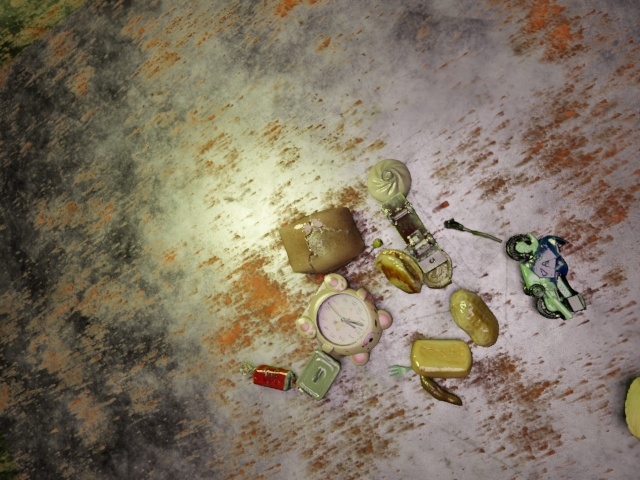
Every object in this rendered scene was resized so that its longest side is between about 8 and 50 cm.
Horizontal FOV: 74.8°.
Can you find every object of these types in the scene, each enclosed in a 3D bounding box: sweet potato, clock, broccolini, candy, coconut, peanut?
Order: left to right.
[{"bbox_3d":[-0.193,0.550,1.685,0.293,0.059,0.086,8,90,14],"label":"candy"},{"bbox_3d":[0.095,0.305,1.600,0.310,0.114,0.283,32,88,13],"label":"clock"},{"bbox_3d":[0.200,0.042,1.642,0.035,0.035,0.123,40,104,15],"label":"candy"},{"bbox_3d":[0.439,0.561,1.545,0.182,0.054,0.053,34,103,10],"label":"sweet potato"},{"bbox_3d":[0.567,-0.029,1.562,0.218,0.044,0.042,23,77,8],"label":"broccolini"},{"bbox_3d":[0.551,0.278,1.497,0.129,0.129,0.224,-41,77,8],"label":"peanut"},{"bbox_3d":[1.120,0.553,1.303,0.245,0.239,0.238,7,88,19],"label":"coconut"}]

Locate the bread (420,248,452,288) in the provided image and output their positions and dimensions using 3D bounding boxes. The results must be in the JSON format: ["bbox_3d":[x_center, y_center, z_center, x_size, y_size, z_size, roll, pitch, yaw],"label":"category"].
[{"bbox_3d":[0.433,0.105,1.564,0.118,0.064,0.156,1,81,18],"label":"bread"}]

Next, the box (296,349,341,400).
[{"bbox_3d":[0.001,0.514,1.626,0.124,0.093,0.172,34,94,13],"label":"box"}]

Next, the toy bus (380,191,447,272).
[{"bbox_3d":[0.343,-0.025,1.529,0.113,0.139,0.301,-35,70,15],"label":"toy bus"}]

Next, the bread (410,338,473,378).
[{"bbox_3d":[0.437,0.432,1.521,0.218,0.098,0.147,3,52,12],"label":"bread"}]

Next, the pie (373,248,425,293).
[{"bbox_3d":[0.288,0.120,1.537,0.084,0.179,0.205,-41,83,-23],"label":"pie"}]

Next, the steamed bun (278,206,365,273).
[{"bbox_3d":[0.000,0.000,1.600,0.302,0.199,0.251,-19,83,10],"label":"steamed bun"}]

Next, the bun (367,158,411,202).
[{"bbox_3d":[0.260,-0.229,1.596,0.173,0.120,0.172,-1,85,14],"label":"bun"}]

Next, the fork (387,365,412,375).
[{"bbox_3d":[0.370,0.478,1.581,0.235,0.021,0.039,-13,87,12],"label":"fork"}]

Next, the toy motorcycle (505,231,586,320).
[{"bbox_3d":[0.797,0.112,1.458,0.197,0.125,0.330,-26,78,11],"label":"toy motorcycle"}]
